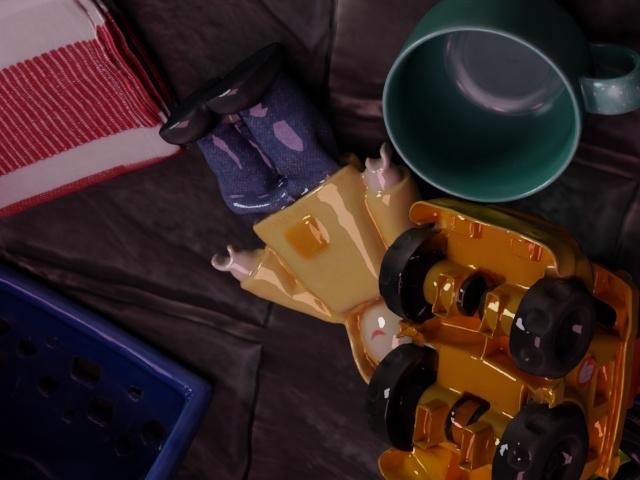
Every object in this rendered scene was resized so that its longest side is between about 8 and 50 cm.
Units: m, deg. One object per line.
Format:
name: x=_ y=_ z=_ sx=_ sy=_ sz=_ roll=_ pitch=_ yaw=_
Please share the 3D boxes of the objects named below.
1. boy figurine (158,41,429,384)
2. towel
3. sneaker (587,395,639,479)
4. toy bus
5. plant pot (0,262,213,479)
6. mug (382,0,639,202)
boy figurine: x=0.000 y=0.000 z=1.167 sx=0.177 sy=0.092 sz=0.285 roll=-25 pitch=108 yaw=29
towel: x=-0.267 y=-0.165 z=1.176 sx=0.237 sy=0.037 sz=0.329 roll=-16 pitch=119 yaw=29
sneaker: x=0.184 y=0.181 z=1.224 sx=0.188 sy=0.078 sz=0.067 roll=-33 pitch=106 yaw=35
toy bus: x=0.156 y=0.072 z=1.106 sx=0.149 sy=0.211 sz=0.220 roll=24 pitch=118 yaw=42
plant pot: x=-0.258 y=0.197 z=1.314 sx=0.236 sy=0.236 sz=0.212 roll=30 pitch=133 yaw=-1
mug: x=0.128 y=-0.099 z=1.045 sx=0.157 sy=0.097 sz=0.129 roll=24 pitch=127 yaw=4
